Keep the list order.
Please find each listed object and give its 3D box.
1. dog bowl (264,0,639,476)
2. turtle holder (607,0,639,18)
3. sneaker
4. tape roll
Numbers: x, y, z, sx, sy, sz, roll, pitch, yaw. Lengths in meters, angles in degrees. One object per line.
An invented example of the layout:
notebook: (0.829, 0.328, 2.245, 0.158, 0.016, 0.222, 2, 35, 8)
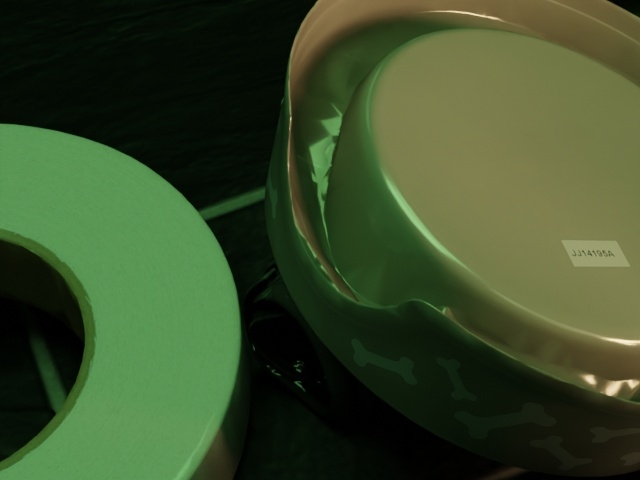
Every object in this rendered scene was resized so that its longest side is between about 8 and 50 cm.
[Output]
dog bowl: (0.125, -0.013, 1.099, 0.349, 0.102, 0.349, 15, 44, -15)
turtle holder: (0.176, -0.262, 1.287, 0.320, 0.243, 0.227, -13, 65, 51)
sneaker: (0.000, 0.000, 1.216, 0.147, 0.104, 0.296, -20, 44, -17)
tape roll: (-0.237, 0.090, 1.149, 0.392, 0.072, 0.392, -3, 50, 3)
